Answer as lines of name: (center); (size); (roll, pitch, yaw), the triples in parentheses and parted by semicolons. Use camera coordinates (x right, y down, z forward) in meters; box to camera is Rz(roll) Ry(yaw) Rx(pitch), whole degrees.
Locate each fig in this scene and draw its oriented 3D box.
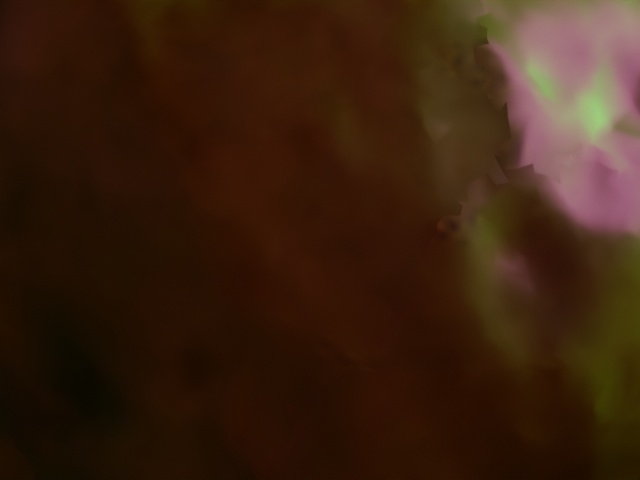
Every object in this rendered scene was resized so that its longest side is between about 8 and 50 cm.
fig: (-0.003, 0.011, 0.587); (0.343, 0.343, 0.343); (34, 38, -32)
